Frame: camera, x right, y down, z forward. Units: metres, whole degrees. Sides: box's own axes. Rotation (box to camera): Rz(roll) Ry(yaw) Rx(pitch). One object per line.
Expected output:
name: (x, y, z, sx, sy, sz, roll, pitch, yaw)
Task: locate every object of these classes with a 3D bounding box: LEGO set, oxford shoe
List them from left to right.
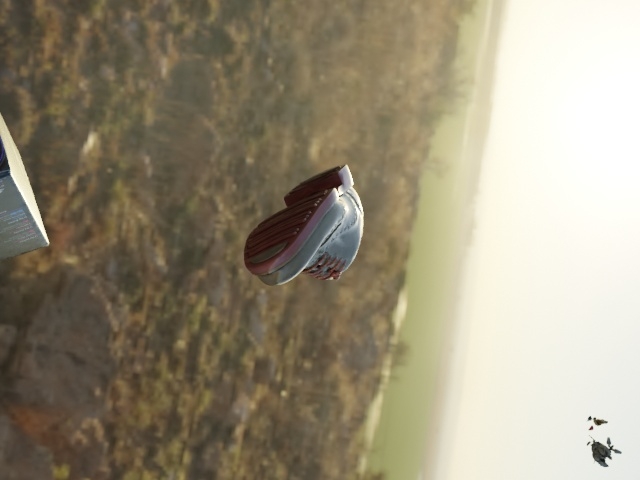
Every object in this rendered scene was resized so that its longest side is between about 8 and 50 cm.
oxford shoe: (0.000, 0.000, 1.550, 0.130, 0.123, 0.348, 63, 24, -11)
LEGO set: (0.386, 0.284, 1.595, 0.023, 0.054, 0.083, -34, 100, -36)

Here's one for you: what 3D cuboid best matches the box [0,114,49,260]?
box: (-0.481, -0.086, 1.563, 0.270, 0.143, 0.165, 95, -26, -69)
